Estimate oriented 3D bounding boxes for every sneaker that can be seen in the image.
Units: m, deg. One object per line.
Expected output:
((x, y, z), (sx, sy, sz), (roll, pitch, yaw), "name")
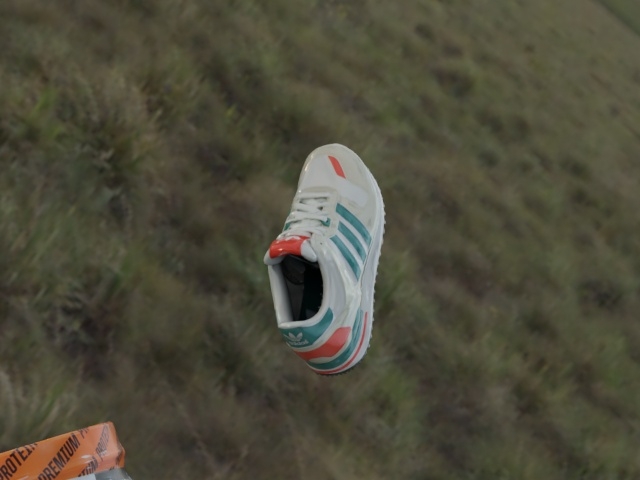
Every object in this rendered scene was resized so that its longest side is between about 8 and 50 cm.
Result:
((0.000, 0.000, 0.793), (0.075, 0.057, 0.161), (42, 46, -54), "sneaker")

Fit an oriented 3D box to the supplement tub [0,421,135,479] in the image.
((-0.171, 0.307, 0.843), (0.207, 0.207, 0.338), (-6, 77, -65), "supplement tub")
